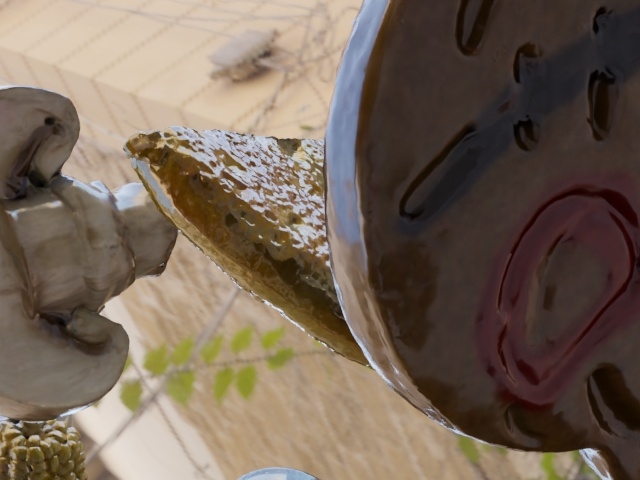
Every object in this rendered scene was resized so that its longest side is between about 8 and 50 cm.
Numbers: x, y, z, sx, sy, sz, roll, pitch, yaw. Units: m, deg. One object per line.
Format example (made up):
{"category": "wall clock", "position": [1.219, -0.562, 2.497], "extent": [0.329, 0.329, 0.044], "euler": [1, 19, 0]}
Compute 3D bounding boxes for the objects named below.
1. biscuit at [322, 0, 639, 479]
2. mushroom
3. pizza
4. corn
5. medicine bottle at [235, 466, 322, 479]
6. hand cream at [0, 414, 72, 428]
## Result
{"category": "biscuit", "position": [0.163, -0.022, 0.657], "extent": [0.367, 0.063, 0.314], "euler": [-9, -75, -33]}
{"category": "mushroom", "position": [-0.235, 0.007, 1.099], "extent": [0.195, 0.189, 0.254], "euler": [-16, -80, -38]}
{"category": "pizza", "position": [0.000, 0.000, 0.907], "extent": [0.292, 0.197, 0.058], "euler": [30, -61, -20]}
{"category": "corn", "position": [-0.258, 0.307, 1.301], "extent": [0.101, 0.101, 0.292], "euler": [0, -92, -35]}
{"category": "medicine bottle", "position": [-0.049, 0.349, 1.333], "extent": [0.141, 0.293, 0.141], "euler": [1, -64, 3]}
{"category": "hand cream", "position": [-0.303, 0.320, 1.459], "extent": [0.118, 0.185, 0.359], "euler": [1, -70, 7]}
